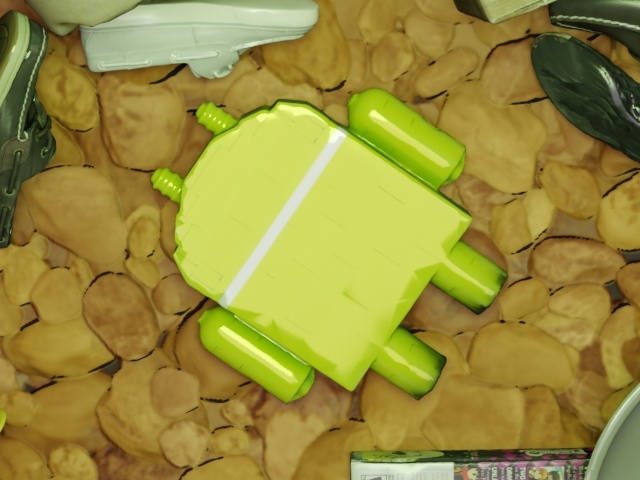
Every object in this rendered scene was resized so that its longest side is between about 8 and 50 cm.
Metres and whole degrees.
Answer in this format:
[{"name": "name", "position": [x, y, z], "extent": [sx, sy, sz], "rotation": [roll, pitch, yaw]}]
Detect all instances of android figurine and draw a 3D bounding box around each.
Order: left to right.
[{"name": "android figurine", "position": [0.000, 0.000, 1.444], "extent": [0.272, 0.056, 0.248], "rotation": [32, 97, -4]}]

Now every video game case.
[{"name": "video game case", "position": [0.129, 0.281, 1.488], "extent": [0.210, 0.042, 0.232], "rotation": [-2, 98, 1]}]

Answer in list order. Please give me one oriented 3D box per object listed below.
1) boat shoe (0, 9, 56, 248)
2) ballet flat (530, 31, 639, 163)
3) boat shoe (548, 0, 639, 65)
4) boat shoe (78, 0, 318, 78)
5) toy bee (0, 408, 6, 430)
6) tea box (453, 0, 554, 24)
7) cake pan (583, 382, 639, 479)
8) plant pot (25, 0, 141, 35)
[{"name": "boat shoe", "position": [-0.234, -0.078, 1.398], "extent": [0.073, 0.080, 0.224], "rotation": [13, 132, -19]}, {"name": "ballet flat", "position": [0.233, -0.101, 1.441], "extent": [0.173, 0.049, 0.057], "rotation": [38, 119, 1]}, {"name": "boat shoe", "position": [0.279, -0.152, 1.406], "extent": [0.227, 0.081, 0.069], "rotation": [8, 93, -3]}, {"name": "boat shoe", "position": [-0.092, -0.155, 1.423], "extent": [0.184, 0.066, 0.063], "rotation": [-4, 112, -1]}, {"name": "toy bee", "position": [-0.301, 0.207, 1.425], "extent": [0.298, 0.162, 0.195], "rotation": [37, 95, -4]}, {"name": "tea box", "position": [0.205, -0.309, 1.262], "extent": [0.323, 0.329, 0.220], "rotation": [-23, 97, 5]}, {"name": "cake pan", "position": [0.333, 0.206, 1.448], "extent": [0.293, 0.054, 0.293], "rotation": [-1, 98, -10]}, {"name": "plant pot", "position": [-0.178, -0.324, 1.291], "extent": [0.333, 0.334, 0.305], "rotation": [-33, 107, 5]}]
